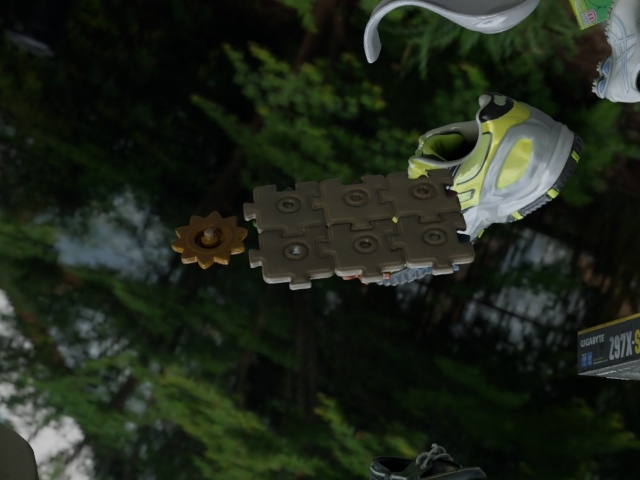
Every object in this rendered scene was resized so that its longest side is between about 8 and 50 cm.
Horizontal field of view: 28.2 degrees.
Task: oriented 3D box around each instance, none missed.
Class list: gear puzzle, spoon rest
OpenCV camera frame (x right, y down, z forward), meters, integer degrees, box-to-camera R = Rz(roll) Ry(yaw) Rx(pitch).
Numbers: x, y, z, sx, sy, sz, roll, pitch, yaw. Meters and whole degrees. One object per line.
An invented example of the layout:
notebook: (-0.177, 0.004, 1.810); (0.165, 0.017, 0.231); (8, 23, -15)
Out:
gear puzzle: (0.000, 0.000, 1.458); (0.339, 0.044, 0.175); (-6, -136, -4)
spoon rest: (0.184, -0.330, 1.812); (0.276, 0.137, 0.084); (-13, 123, 22)

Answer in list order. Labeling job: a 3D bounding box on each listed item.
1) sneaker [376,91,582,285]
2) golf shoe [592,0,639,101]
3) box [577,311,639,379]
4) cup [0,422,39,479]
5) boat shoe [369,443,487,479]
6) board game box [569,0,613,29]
sneaker: (0.162, -0.071, 1.659); (0.147, 0.145, 0.385); (39, 133, -15)
golf shoe: (0.448, -0.282, 1.812); (0.086, 0.176, 0.069); (17, -156, 30)
box: (0.570, 0.161, 1.908); (0.257, 0.079, 0.322); (5, 167, -14)
cup: (-0.474, 0.338, 1.559); (0.331, 0.237, 0.331); (15, 151, 8)
boat shoe: (0.162, 0.377, 2.032); (0.116, 0.099, 0.319); (1, 165, -23)
board game box: (0.468, -0.401, 1.948); (0.181, 0.092, 0.043); (-22, -175, 9)
